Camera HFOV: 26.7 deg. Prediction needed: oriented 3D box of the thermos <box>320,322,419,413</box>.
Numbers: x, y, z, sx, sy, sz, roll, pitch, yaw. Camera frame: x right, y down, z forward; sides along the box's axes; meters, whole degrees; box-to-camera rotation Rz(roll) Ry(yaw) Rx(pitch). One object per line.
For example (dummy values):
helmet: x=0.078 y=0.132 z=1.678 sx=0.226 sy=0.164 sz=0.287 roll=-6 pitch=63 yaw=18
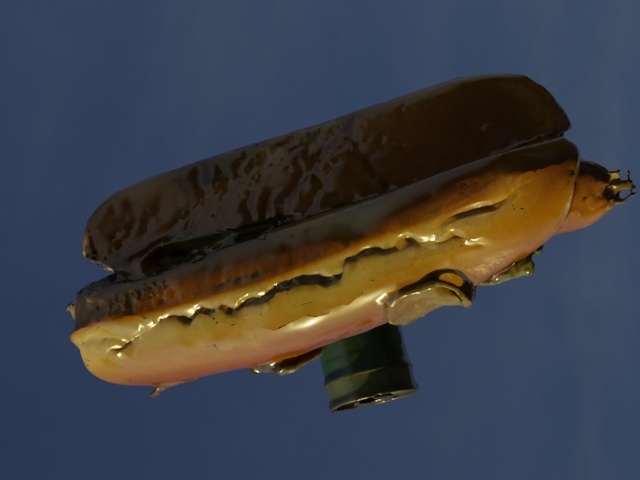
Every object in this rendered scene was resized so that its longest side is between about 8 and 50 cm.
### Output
thermos: x=0.018 y=0.038 z=1.068 sx=0.083 sy=0.073 sz=0.187 roll=5 pitch=-113 yaw=-52

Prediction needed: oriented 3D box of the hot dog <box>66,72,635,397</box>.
hot dog: x=0.000 y=0.000 z=0.588 sx=0.072 sy=0.269 sz=0.109 roll=55 pitch=-151 yaw=-44
